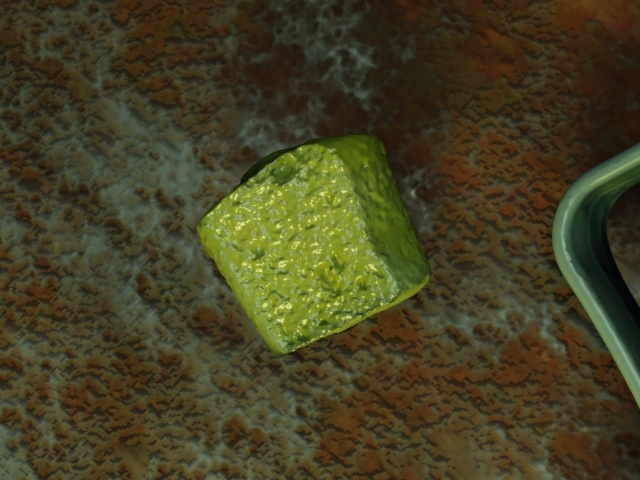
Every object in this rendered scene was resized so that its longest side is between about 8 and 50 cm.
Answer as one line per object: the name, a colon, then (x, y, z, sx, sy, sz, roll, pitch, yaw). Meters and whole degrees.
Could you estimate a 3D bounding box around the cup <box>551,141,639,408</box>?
cup: (0.337, -0.003, 0.615, 0.256, 0.331, 0.311, -12, 71, -37)

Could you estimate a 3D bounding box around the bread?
bread: (0.000, 0.000, 0.706, 0.129, 0.111, 0.114, -29, 82, 20)
